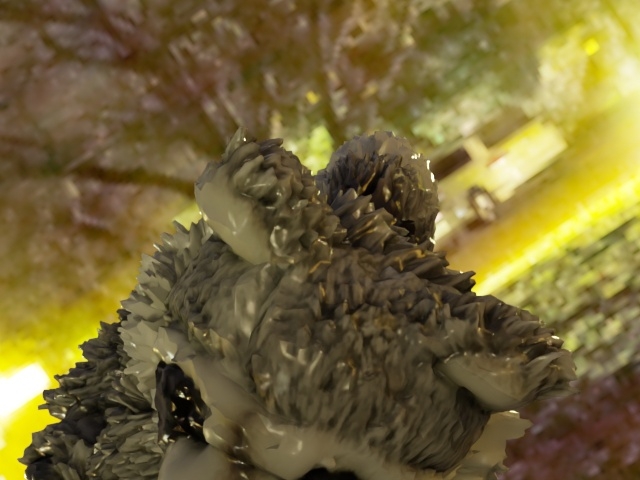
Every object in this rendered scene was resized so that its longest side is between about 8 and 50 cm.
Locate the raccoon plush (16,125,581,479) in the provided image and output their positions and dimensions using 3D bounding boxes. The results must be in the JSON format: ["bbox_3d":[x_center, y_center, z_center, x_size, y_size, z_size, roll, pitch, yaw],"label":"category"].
[{"bbox_3d":[0.000,0.000,0.781,0.446,0.216,0.299,-83,14,-45],"label":"raccoon plush"}]
